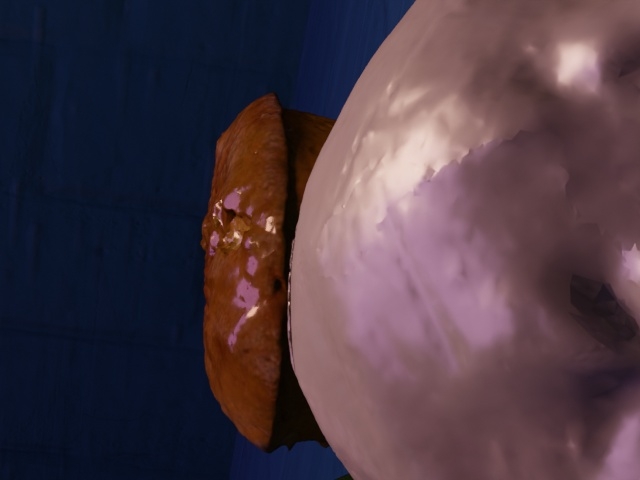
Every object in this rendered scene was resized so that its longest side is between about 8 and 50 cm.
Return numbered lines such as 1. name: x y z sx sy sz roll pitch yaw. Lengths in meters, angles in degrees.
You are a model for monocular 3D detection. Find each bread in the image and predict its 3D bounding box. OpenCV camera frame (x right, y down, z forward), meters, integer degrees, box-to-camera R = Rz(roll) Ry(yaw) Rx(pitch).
1. bread: 0.000 0.000 1.467 0.179 0.194 0.340 111 164 -46

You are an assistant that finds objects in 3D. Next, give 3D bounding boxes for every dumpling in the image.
1. dumpling: 0.090 0.004 0.651 0.341 0.181 0.260 -65 13 -20

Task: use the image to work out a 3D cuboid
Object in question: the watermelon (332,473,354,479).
1. watermelon: 0.006 0.300 1.088 0.331 0.189 0.331 7 -90 -90
